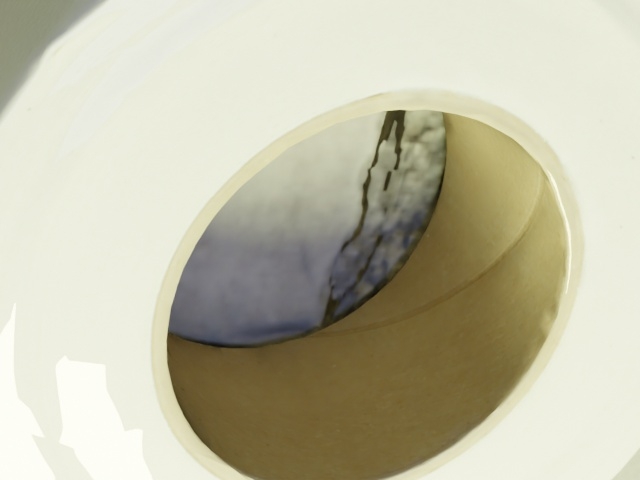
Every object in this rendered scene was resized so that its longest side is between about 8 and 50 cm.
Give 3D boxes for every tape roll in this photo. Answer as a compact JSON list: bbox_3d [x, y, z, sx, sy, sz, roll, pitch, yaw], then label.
[{"bbox_3d":[0.000,0.000,0.467,0.286,0.100,0.286,-11,121,-19],"label":"tape roll"}]
